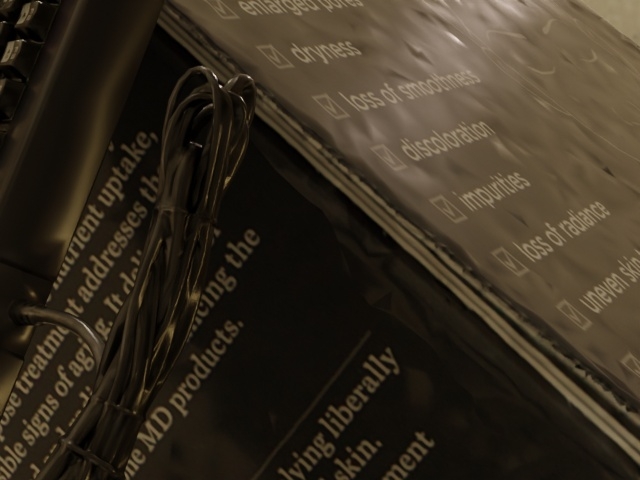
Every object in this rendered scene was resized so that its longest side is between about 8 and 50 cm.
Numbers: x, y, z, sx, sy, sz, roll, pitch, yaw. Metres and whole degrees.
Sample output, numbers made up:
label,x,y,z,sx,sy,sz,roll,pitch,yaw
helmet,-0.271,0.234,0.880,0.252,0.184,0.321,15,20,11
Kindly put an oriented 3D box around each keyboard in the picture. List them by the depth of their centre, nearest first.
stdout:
label,x,y,z,sx,sy,sz,roll,pitch,yaw
keyboard,-0.102,0.015,0.400,0.201,0.317,0.033,5,-20,42

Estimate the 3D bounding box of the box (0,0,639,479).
label,x,y,z,sx,sy,sz,roll,pitch,yaw
box,0.000,0.000,0.751,0.472,0.480,0.297,44,-64,13
